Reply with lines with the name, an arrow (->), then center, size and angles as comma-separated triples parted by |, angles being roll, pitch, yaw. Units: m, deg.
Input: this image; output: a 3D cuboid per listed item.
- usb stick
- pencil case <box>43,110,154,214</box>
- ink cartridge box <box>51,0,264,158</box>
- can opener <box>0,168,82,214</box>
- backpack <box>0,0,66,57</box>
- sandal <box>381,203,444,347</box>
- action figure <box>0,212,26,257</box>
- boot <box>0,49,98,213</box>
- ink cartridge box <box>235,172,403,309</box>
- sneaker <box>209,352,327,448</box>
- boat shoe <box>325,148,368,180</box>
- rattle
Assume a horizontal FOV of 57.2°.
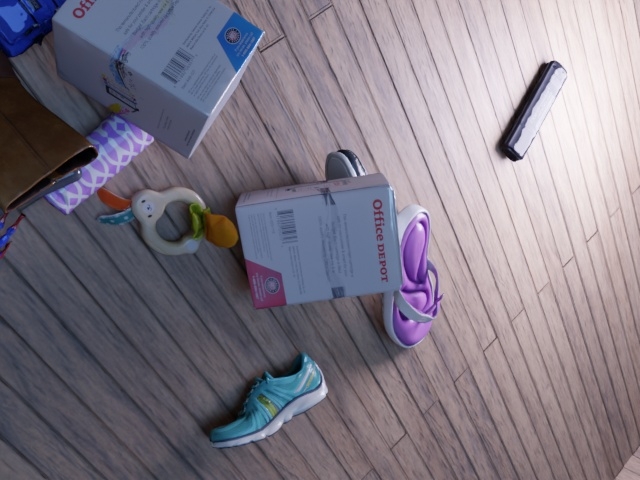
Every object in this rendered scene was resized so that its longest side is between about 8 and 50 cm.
usb stick -> 0.548, -0.331, 1.503 | 0.077, 0.045, 0.278 | 34, 82, -27
pencil case -> -0.360, -0.134, 0.928 | 0.088, 0.086, 0.206 | 42, 72, 2
ink cartridge box -> -0.239, -0.273, 0.860 | 0.232, 0.168, 0.171 | 32, 67, -12
can opener -> -0.460, -0.056, 0.778 | 0.283, 0.095, 0.076 | -30, 106, -23
backpack -> -0.419, -0.328, 0.831 | 0.120, 0.101, 0.098 | -47, 129, -20
sandal -> 0.215, 0.111, 1.293 | 0.169, 0.102, 0.417 | -42, 138, -26
action figure -> -0.498, 0.003, 0.902 | 0.038, 0.030, 0.115 | 34, 87, -29
boot -> -0.480, -0.136, 0.753 | 0.280, 0.096, 0.264 | 47, 53, 6
ink cartridge box -> 0.000, 0.000, 1.100 | 0.282, 0.117, 0.208 | -8, 108, 1
sneaker -> -0.115, 0.332, 1.211 | 0.275, 0.107, 0.110 | -28, 96, -30
boat shoe -> 0.096, -0.072, 1.233 | 0.091, 0.114, 0.303 | -36, 131, -20
rattle -> -0.263, -0.029, 0.987 | 0.199, 0.143, 0.130 | 25, 106, -41
